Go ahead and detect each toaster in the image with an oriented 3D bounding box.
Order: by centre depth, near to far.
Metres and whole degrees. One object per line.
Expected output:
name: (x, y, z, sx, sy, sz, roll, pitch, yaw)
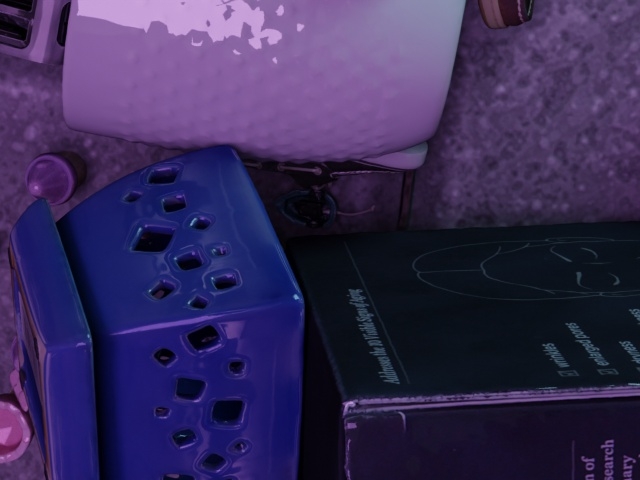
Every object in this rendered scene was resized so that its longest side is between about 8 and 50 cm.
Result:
toaster: (-0.297, -0.273, 1.908, 0.186, 0.110, 0.168, 17, 106, 10)

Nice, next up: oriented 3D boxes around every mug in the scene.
mug: (-0.037, -0.225, 1.719, 0.328, 0.374, 0.276, 11, 62, -1)

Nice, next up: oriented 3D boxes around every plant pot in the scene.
plant pot: (-0.145, 0.086, 1.665, 0.212, 0.236, 0.236, -9, 129, -14)

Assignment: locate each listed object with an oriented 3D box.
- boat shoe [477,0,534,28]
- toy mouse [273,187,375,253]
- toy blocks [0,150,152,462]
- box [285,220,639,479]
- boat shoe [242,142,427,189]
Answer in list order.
boat shoe: (0.212, -0.354, 1.758, 0.123, 0.123, 0.342, 10, 99, 13)
toy mouse: (0.000, 0.000, 1.941, 0.143, 0.031, 0.161, -36, 93, 20)
toy blocks: (-0.267, 0.091, 1.911, 0.309, 0.260, 0.288, 35, 110, 4)
box: (0.222, 0.176, 1.627, 0.472, 0.480, 0.297, -1, 104, -5)
boat shoe: (-0.005, -0.089, 1.902, 0.219, 0.078, 0.070, 12, 116, 13)
